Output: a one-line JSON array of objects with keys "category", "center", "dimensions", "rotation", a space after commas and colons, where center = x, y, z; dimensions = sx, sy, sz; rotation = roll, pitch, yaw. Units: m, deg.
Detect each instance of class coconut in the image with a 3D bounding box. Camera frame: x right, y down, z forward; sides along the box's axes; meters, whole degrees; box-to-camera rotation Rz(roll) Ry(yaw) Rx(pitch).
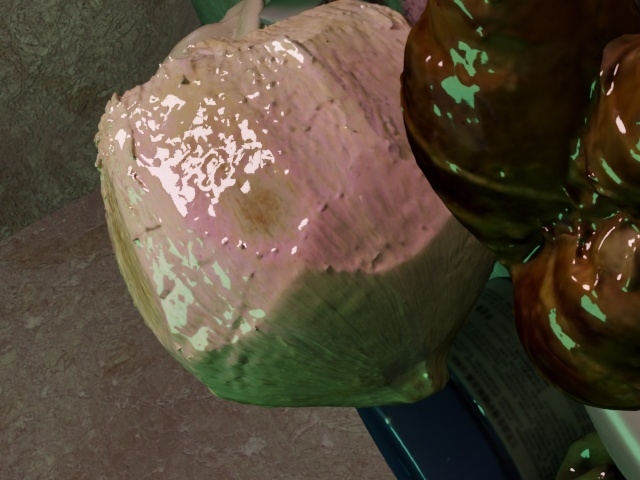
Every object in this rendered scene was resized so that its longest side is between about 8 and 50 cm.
[{"category": "coconut", "center": [0.000, 0.000, 1.311], "dimensions": [0.405, 0.404, 0.404], "rotation": [60, 176, 8]}]

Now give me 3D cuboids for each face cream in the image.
[{"category": "face cream", "center": [0.181, 0.194, 1.505], "dimensions": [0.249, 0.225, 0.249], "rotation": [58, 173, 12]}]

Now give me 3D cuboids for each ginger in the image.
[{"category": "ginger", "center": [0.160, -0.031, 0.782], "dimensions": [0.358, 0.152, 0.274], "rotation": [61, 176, -16]}]

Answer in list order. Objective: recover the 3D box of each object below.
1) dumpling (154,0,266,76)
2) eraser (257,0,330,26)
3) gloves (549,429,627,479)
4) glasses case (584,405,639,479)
[{"category": "dumpling", "center": [-0.130, -0.143, 1.688], "dimensions": [0.243, 0.187, 0.318], "rotation": [-96, 11, -68]}, {"category": "eraser", "center": [0.027, -0.192, 1.505], "dimensions": [0.212, 0.046, 0.092], "rotation": [44, 168, -36]}, {"category": "gloves", "center": [0.281, 0.233, 1.293], "dimensions": [0.268, 0.135, 0.107], "rotation": [140, 119, -65]}, {"category": "glasses case", "center": [0.268, 0.146, 1.108], "dimensions": [0.308, 0.083, 0.128], "rotation": [59, 175, 25]}]
